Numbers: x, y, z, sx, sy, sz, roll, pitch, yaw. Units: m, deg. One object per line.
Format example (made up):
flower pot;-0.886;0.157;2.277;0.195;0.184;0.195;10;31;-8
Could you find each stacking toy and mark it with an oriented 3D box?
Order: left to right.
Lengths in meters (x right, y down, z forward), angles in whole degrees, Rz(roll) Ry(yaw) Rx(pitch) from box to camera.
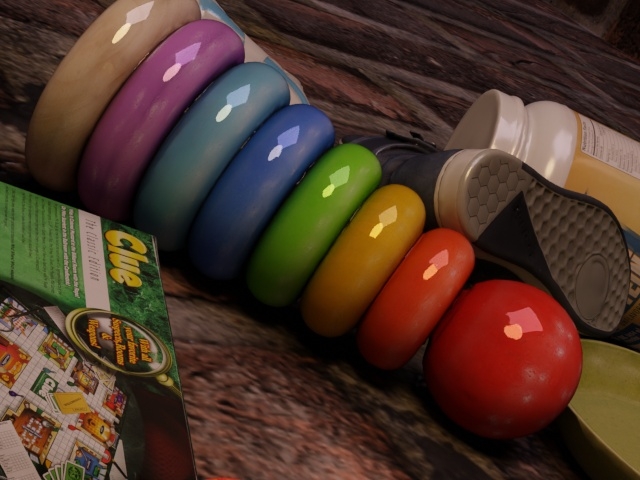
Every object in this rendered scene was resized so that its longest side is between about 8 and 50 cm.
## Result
stacking toy;0.000;0.000;0.786;0.330;0.141;0.141;37;19;5

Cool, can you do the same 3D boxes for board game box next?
board game box;-0.128;0.042;0.615;0.136;0.030;0.259;19;21;-19

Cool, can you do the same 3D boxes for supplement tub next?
supplement tub;0.190;-0.017;1.042;0.200;0.144;0.144;24;19;-11

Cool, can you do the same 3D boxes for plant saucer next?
plant saucer;0.235;0.143;0.849;0.241;0.037;0.241;25;17;-8

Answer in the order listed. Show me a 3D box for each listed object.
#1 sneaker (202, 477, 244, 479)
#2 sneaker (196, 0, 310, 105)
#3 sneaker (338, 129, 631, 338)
sneaker;0.010;0.131;0.541;0.175;0.064;0.067;28;8;-30
sneaker;-0.075;-0.121;1.059;0.092;0.087;0.228;21;25;-41
sneaker;0.098;-0.004;0.931;0.163;0.086;0.226;6;-20;44
